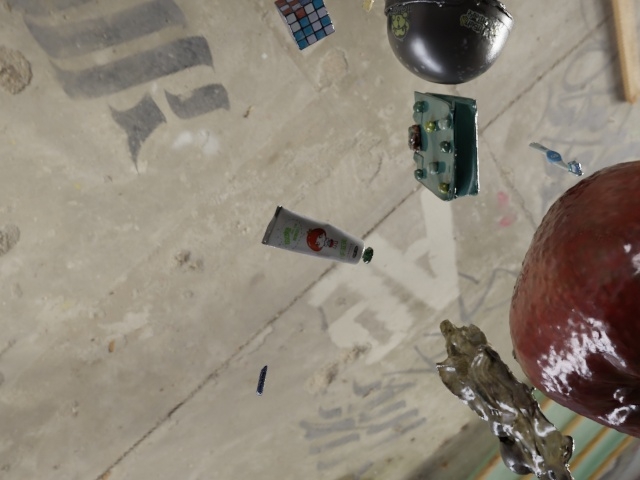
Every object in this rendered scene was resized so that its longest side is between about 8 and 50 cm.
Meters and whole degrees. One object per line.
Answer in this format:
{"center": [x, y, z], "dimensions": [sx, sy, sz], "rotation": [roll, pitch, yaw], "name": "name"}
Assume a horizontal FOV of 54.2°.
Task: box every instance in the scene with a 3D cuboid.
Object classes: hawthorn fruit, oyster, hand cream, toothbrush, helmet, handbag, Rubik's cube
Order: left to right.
{"center": [-0.035, -0.498, 1.391], "dimensions": [0.092, 0.092, 0.092], "rotation": [-28, 134, 2], "name": "Rubik's cube"}
{"center": [0.000, 0.000, 1.834], "dimensions": [0.336, 0.076, 0.121], "rotation": [18, 96, -21], "name": "hand cream"}
{"center": [0.315, -0.251, 1.668], "dimensions": [0.100, 0.274, 0.268], "rotation": [-12, 114, -14], "name": "handbag"}
{"center": [0.230, -0.392, 1.213], "dimensions": [0.279, 0.230, 0.160], "rotation": [9, 98, -33], "name": "helmet"}
{"center": [0.278, 0.252, 0.939], "dimensions": [0.096, 0.361, 0.221], "rotation": [-31, 151, -6], "name": "oyster"}
{"center": [0.667, -0.236, 1.789], "dimensions": [0.040, 0.386, 0.040], "rotation": [0, 108, 1], "name": "toothbrush"}
{"center": [0.281, 0.019, 0.502], "dimensions": [0.210, 0.230, 0.266], "rotation": [54, 49, -55], "name": "hawthorn fruit"}

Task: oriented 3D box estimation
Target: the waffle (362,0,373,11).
{"center": [0.128, -0.569, 1.366], "dimensions": [0.097, 0.023, 0.152], "rotation": [-51, 175, -3], "name": "waffle"}

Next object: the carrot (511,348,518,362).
{"center": [0.491, 0.202, 1.338], "dimensions": [0.186, 0.060, 0.060], "rotation": [-39, 137, 1], "name": "carrot"}

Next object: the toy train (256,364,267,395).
{"center": [-0.146, 0.347, 1.562], "dimensions": [0.017, 0.083, 0.017], "rotation": [15, 135, -6], "name": "toy train"}
